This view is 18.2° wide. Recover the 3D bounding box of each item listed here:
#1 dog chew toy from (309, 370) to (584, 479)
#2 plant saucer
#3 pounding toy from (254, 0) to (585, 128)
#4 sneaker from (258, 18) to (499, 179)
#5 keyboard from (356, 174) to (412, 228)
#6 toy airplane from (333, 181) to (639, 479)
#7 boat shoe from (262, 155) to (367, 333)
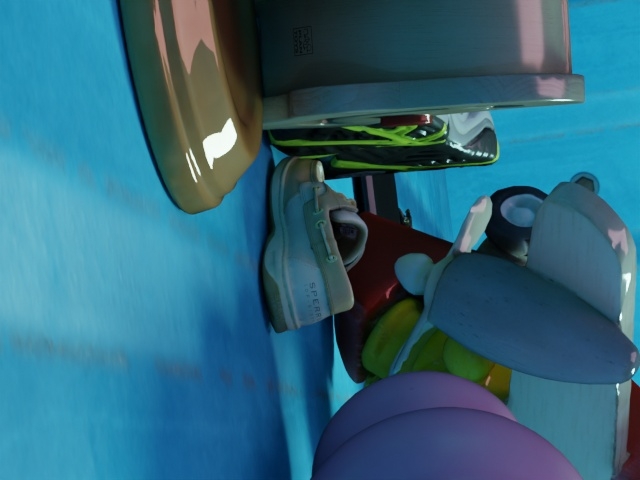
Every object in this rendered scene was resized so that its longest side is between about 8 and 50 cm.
[{"bbox_3d":[0.070,0.186,1.073,0.332,0.207,0.206,-103,-178,-63],"label":"dog chew toy"},{"bbox_3d":[-0.058,-0.113,0.936,0.200,0.037,0.200,-7,90,-83],"label":"plant saucer"},{"bbox_3d":[0.045,-0.137,1.023,0.269,0.154,0.155,180,-94,-70],"label":"pounding toy"},{"bbox_3d":[0.044,-0.124,1.391,0.385,0.145,0.147,43,40,-82],"label":"sneaker"},{"bbox_3d":[0.068,0.054,1.900,0.201,0.033,0.317,13,70,-76],"label":"keyboard"},{"bbox_3d":[0.142,0.155,1.381,0.384,0.272,0.386,-9,-76,65],"label":"toy airplane"},{"bbox_3d":[0.000,0.000,1.219,0.170,0.059,0.063,-87,168,-58],"label":"boat shoe"}]
